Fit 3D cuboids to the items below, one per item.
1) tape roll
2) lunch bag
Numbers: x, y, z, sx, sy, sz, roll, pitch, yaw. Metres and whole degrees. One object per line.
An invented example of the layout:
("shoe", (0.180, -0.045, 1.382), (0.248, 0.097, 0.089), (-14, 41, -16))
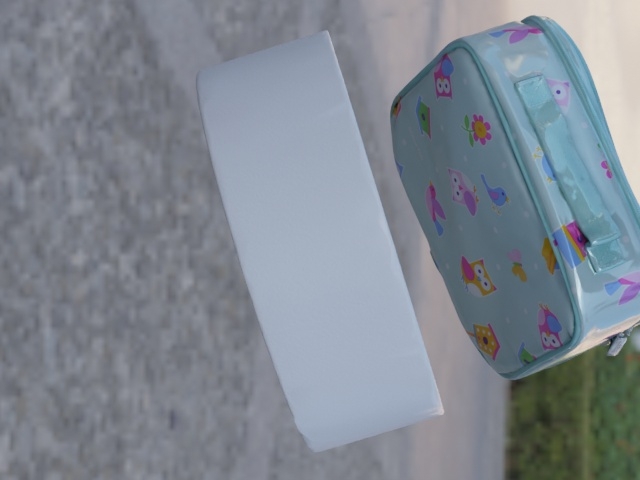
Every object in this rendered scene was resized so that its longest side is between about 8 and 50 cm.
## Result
("tape roll", (0.000, 0.000, 1.188), (0.286, 0.100, 0.286), (-18, 90, -87))
("lunch bag", (0.171, -0.030, 1.379), (0.279, 0.107, 0.224), (68, -23, 9))
